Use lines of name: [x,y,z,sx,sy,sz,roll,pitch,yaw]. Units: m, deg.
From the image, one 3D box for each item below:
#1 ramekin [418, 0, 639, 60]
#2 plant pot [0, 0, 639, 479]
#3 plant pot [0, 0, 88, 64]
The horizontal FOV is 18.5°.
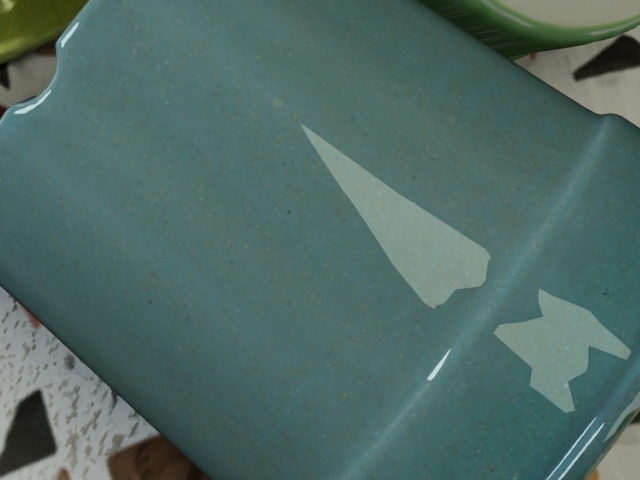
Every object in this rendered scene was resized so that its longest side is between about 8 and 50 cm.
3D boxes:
ramekin: [0.120,-0.258,1.229,0.303,0.148,0.303,-3,95,-29]
plant pot: [0.000,0.000,1.083,0.334,0.341,0.341,37,66,0]
plant pot: [-0.238,-0.259,1.091,0.276,0.276,0.254,-17,71,-25]
